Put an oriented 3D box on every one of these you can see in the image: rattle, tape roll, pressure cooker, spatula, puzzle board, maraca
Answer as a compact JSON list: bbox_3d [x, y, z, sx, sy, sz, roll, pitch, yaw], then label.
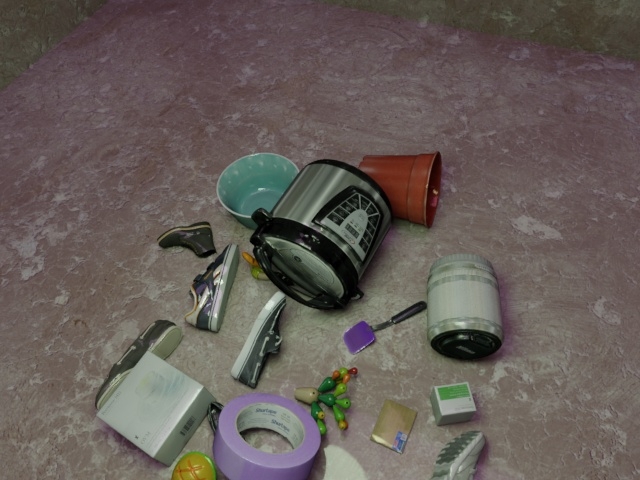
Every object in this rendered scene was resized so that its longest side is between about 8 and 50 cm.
[{"bbox_3d":[-0.159,0.044,1.809,0.199,0.143,0.130,-17,36,0],"label":"rattle"},{"bbox_3d":[-0.142,0.528,1.386,0.274,0.090,0.275,15,20,-6],"label":"tape roll"},{"bbox_3d":[-0.001,0.002,1.673,0.369,0.376,0.420,21,61,25],"label":"pressure cooker"},{"bbox_3d":[0.211,0.265,1.678,0.296,0.030,0.084,-24,54,-12],"label":"spatula"},{"bbox_3d":[0.210,0.531,1.499,0.096,0.011,0.128,20,59,17],"label":"puzzle board"},{"bbox_3d":[-0.348,0.663,1.403,0.127,0.099,0.186,17,83,19],"label":"maraca"}]

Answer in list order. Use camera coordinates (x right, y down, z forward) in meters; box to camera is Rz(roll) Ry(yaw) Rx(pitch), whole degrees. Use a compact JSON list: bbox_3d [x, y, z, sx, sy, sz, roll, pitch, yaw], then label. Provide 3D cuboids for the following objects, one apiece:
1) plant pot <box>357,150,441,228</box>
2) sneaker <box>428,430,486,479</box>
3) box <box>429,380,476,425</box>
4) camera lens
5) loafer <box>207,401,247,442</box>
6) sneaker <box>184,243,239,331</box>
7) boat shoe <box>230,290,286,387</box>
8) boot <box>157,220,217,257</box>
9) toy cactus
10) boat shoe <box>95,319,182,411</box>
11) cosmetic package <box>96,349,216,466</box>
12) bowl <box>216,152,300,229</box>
[{"bbox_3d":[0.277,-0.194,1.878,0.265,0.272,0.272,8,55,21],"label":"plant pot"},{"bbox_3d":[0.363,0.631,1.381,0.115,0.105,0.281,45,63,-2],"label":"sneaker"},{"bbox_3d":[0.372,0.462,1.478,0.101,0.102,0.087,-7,56,-2],"label":"box"},{"bbox_3d":[0.434,0.205,1.585,0.219,0.219,0.274,3,55,7],"label":"camera lens"},{"bbox_3d":[-0.262,0.556,1.478,0.076,0.078,0.223,-30,57,-15],"label":"loafer"},{"bbox_3d":[-0.365,0.142,1.758,0.127,0.126,0.321,9,57,4],"label":"sneaker"},{"bbox_3d":[-0.162,0.303,1.586,0.102,0.108,0.301,28,90,12],"label":"boat shoe"},{"bbox_3d":[-0.481,0.017,1.895,0.197,0.077,0.137,-20,60,-8],"label":"boot"},{"bbox_3d":[0.013,0.462,1.528,0.180,0.112,0.219,2,55,29],"label":"toy cactus"},{"bbox_3d":[-0.573,0.383,1.622,0.095,0.112,0.335,19,52,32],"label":"boat shoe"},{"bbox_3d":[-0.470,0.481,1.511,0.224,0.138,0.224,24,62,22],"label":"cosmetic package"},{"bbox_3d":[-0.216,-0.158,1.939,0.311,0.163,0.312,-2,53,3],"label":"bowl"}]
